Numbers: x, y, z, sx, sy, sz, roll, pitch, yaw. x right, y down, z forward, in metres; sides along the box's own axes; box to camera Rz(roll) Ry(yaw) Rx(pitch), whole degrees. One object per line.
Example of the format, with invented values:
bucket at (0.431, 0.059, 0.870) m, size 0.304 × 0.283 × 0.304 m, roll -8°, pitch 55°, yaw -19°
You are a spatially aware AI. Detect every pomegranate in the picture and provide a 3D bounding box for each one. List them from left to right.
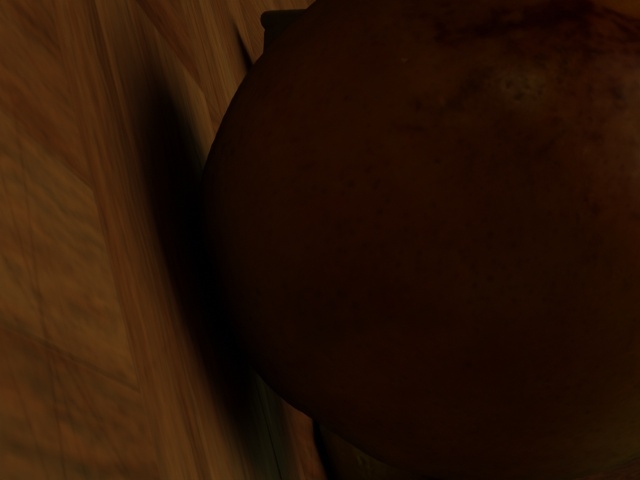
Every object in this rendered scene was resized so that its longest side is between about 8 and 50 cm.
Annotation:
pomegranate at (0.081, -0.016, 0.776) m, size 0.319 × 0.319 × 0.319 m, roll -17°, pitch 90°, yaw -84°

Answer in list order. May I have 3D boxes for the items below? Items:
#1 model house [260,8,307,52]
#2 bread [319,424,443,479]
model house at (0.040, -0.111, 1.244) m, size 0.122 × 0.229 × 0.188 m, roll -50°, pitch 139°, yaw -34°
bread at (0.046, 0.119, 1.026) m, size 0.156 × 0.086 × 0.125 m, roll -97°, pitch 172°, yaw -51°
